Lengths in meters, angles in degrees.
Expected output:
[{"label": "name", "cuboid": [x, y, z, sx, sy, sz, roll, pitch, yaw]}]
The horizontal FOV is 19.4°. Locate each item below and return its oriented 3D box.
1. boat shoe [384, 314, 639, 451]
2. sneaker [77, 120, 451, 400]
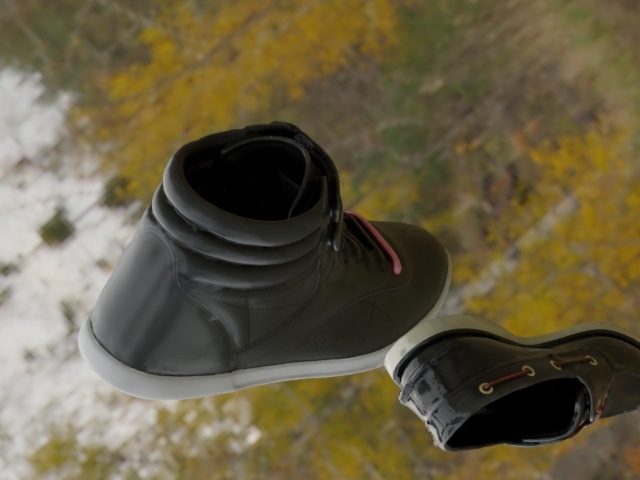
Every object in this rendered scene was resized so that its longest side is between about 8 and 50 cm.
[{"label": "boat shoe", "cuboid": [0.080, 0.055, 0.675, 0.133, 0.049, 0.042, 6, -137, -46]}, {"label": "sneaker", "cuboid": [0.000, 0.000, 1.123, 0.295, 0.147, 0.104, -12, -131, -45]}]
